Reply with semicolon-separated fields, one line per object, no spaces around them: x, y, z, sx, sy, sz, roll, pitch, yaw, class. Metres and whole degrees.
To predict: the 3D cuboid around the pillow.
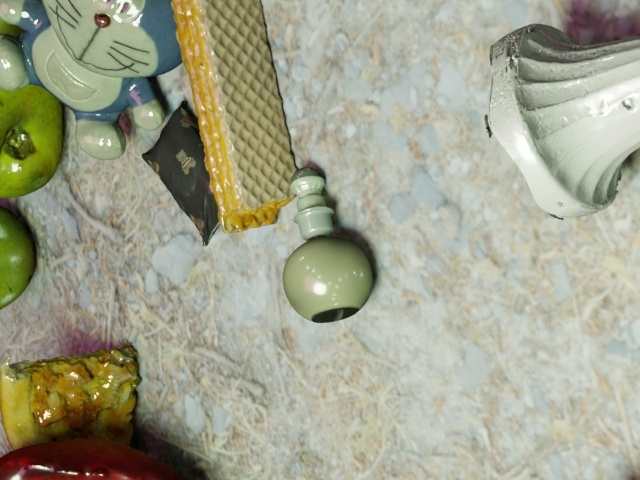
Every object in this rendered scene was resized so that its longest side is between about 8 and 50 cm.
-0.142;-0.078;1.417;0.150;0.048;0.090;52;134;25;pillow

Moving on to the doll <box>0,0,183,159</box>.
-0.241;-0.230;1.400;0.228;0.154;0.258;40;145;-9;doll

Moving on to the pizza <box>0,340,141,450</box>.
-0.287;0.212;1.560;0.058;0.197;0.292;26;154;40;pizza

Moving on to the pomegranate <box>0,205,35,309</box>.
-0.468;0.029;1.662;0.159;0.205;0.159;3;103;14;pomegranate

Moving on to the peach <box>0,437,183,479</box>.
-0.257;0.423;1.460;0.406;0.335;0.310;51;163;2;peach

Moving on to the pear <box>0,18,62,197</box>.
-0.416;-0.177;1.585;0.292;0.159;0.292;17;115;42;pear

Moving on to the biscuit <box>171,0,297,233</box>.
-0.100;-0.199;1.316;0.054;0.094;0.379;-10;93;45;biscuit

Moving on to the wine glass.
0.243;-0.119;0.960;0.196;0.165;0.165;-24;83;41;wine glass

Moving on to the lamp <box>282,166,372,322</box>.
0.000;0.000;1.284;0.091;0.091;0.163;-30;63;44;lamp
